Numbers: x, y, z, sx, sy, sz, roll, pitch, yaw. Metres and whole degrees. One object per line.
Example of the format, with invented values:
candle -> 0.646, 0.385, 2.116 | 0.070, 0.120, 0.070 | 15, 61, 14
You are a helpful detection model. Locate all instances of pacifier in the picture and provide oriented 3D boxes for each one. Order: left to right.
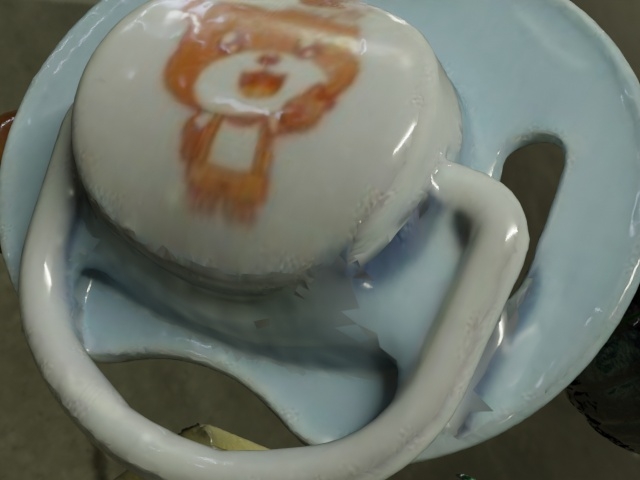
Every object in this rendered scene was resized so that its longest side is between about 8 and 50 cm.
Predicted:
pacifier -> 0.000, 0.000, 0.505 | 0.227, 0.279, 0.207 | -68, 153, -9

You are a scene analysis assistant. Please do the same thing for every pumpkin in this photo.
pumpkin -> 0.255, 0.067, 0.992 | 0.248, 0.248, 0.248 | 40, 33, -33

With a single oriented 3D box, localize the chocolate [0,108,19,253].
chocolate -> -0.275, -0.056, 1.092 | 0.127, 0.124, 0.133 | 29, 85, -34

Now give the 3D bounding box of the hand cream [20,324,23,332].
hand cream -> -0.206, 0.011, 0.993 | 0.067, 0.210, 0.043 | -2, 49, -20

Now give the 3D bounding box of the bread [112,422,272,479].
bread -> -0.058, 0.184, 0.783 | 0.178, 0.139, 0.060 | 34, 32, -46

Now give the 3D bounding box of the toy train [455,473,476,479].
toy train -> 0.191, 0.356, 1.309 | 0.203, 0.112, 0.163 | 23, 87, -27
